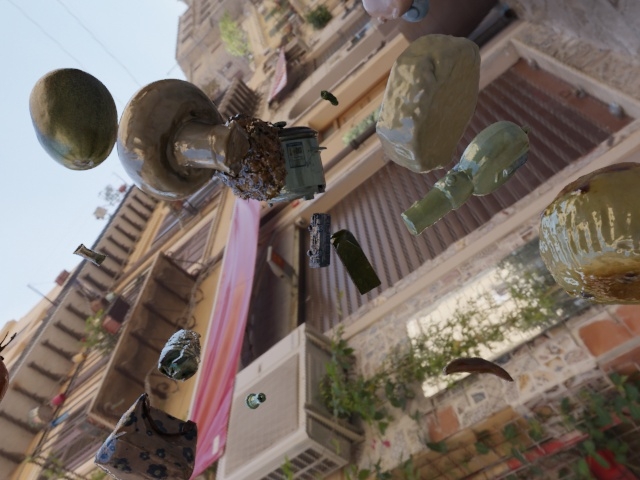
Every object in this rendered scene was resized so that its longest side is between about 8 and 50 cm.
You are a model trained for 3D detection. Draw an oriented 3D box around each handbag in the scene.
[{"bbox_3d":[-0.491,0.595,1.443,0.252,0.190,0.193,36,-154,-15],"label":"handbag"}]

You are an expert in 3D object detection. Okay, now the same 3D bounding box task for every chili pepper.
[{"bbox_3d":[0.028,-0.485,1.675,0.091,0.030,0.034,16,-148,-52],"label":"chili pepper"}]

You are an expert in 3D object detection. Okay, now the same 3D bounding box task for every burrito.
[{"bbox_3d":[-0.335,0.273,1.207,0.096,0.066,0.309,16,178,-10],"label":"burrito"}]

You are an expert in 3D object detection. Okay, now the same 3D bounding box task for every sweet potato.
[{"bbox_3d":[0.518,0.420,1.638,0.256,0.058,0.078,11,-140,-15],"label":"sweet potato"}]

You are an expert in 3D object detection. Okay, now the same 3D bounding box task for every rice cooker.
[{"bbox_3d":[-0.116,-0.280,1.781,0.316,0.317,0.264,56,-150,9],"label":"rice cooker"}]

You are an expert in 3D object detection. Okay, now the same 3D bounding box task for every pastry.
[{"bbox_3d":[-0.210,-0.228,1.410,0.193,0.274,0.274,-12,-122,-22],"label":"pastry"},{"bbox_3d":[0.752,-0.020,1.246,0.389,0.389,0.312,37,-124,-38],"label":"pastry"}]

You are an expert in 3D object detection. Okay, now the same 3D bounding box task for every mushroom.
[{"bbox_3d":[-0.325,-0.236,1.193,0.290,0.297,0.298,14,-179,28],"label":"mushroom"}]

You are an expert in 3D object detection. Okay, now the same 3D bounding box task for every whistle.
[{"bbox_3d":[0.241,-0.100,0.793,0.067,0.258,0.126,51,176,33],"label":"whistle"}]

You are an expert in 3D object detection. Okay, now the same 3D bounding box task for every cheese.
[{"bbox_3d":[0.259,-0.307,1.150,0.115,0.318,0.326,30,160,30],"label":"cheese"}]

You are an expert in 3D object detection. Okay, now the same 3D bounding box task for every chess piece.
[{"bbox_3d":[-0.271,0.677,2.102,0.067,0.103,0.067,18,-124,-28],"label":"chess piece"}]

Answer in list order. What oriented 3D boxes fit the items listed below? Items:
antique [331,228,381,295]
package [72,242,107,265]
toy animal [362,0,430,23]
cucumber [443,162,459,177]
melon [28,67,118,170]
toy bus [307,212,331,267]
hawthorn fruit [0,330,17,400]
[{"bbox_3d":[0.108,0.062,1.582,0.220,0.080,0.081,60,179,-28],"label":"antique"},{"bbox_3d":[-0.597,0.037,1.283,0.110,0.037,0.015,20,153,25],"label":"package"},{"bbox_3d":[0.241,-0.823,1.596,0.221,0.210,0.229,-19,-80,-33],"label":"toy animal"},{"bbox_3d":[0.466,-0.234,1.646,0.052,0.214,0.058,4,-115,-21],"label":"cucumber"},{"bbox_3d":[-0.746,-0.369,1.510,0.249,0.249,0.329,13,-126,-61],"label":"melon"},{"bbox_3d":[0.000,0.000,1.492,0.065,0.047,0.165,4,-94,-46],"label":"toy bus"},{"bbox_3d":[-0.870,0.347,1.221,0.211,0.211,0.299,48,-122,-14],"label":"hawthorn fruit"}]
